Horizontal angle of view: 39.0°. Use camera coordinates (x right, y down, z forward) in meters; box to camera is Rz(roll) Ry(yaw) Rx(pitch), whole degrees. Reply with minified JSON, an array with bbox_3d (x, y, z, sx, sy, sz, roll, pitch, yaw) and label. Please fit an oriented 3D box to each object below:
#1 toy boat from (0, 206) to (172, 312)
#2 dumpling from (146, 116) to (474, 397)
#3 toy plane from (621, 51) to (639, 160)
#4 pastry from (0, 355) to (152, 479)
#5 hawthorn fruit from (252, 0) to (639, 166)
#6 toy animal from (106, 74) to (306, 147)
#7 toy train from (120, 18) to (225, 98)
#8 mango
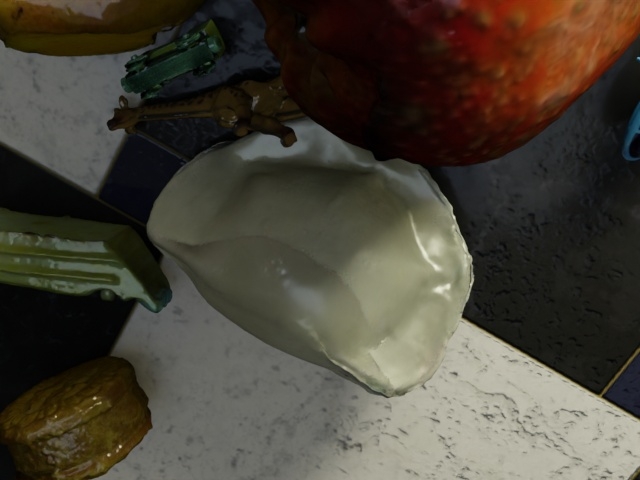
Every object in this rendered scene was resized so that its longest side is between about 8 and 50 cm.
[{"bbox_3d":[-0.311,0.016,1.076,0.276,0.111,0.084,11,107,4],"label":"toy boat"},{"bbox_3d":[-0.003,-0.002,1.010,0.341,0.181,0.260,31,88,29],"label":"dumpling"},{"bbox_3d":[0.392,-0.194,0.902,0.254,0.105,0.271,35,113,-6],"label":"toy plane"},{"bbox_3d":[-0.306,0.225,1.122,0.188,0.189,0.103,-18,106,14],"label":"pastry"},{"bbox_3d":[0.124,-0.268,0.776,0.402,0.403,0.403,3,112,7],"label":"hawthorn fruit"},{"bbox_3d":[-0.107,-0.143,0.989,0.275,0.149,0.054,12,125,36],"label":"toy animal"},{"bbox_3d":[-0.160,-0.199,0.987,0.122,0.081,0.050,-20,116,16],"label":"toy train"},{"bbox_3d":[-0.237,-0.276,0.942,0.262,0.130,0.167,1,100,-3],"label":"mango"}]
